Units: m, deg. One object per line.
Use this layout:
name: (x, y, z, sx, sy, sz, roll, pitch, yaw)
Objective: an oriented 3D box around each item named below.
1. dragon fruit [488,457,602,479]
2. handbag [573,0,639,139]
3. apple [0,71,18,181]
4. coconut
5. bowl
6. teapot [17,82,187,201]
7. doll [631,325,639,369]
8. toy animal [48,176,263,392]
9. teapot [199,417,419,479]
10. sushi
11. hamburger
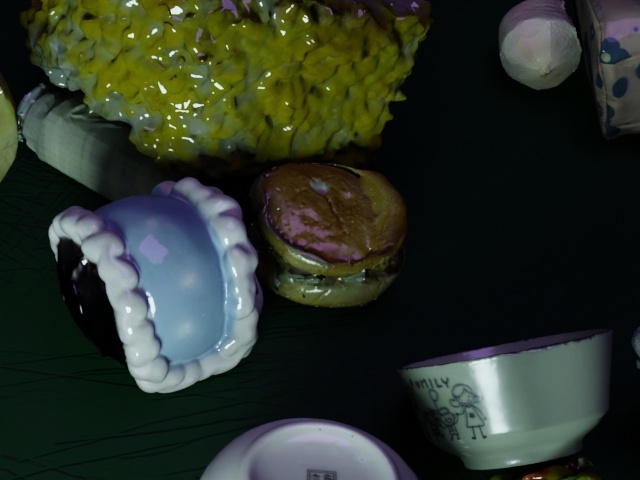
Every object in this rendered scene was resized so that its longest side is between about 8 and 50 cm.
dragon fruit: (0.222, 0.251, 1.484, 0.142, 0.175, 0.138, 26, 62, 3)
handbag: (0.423, -0.267, 2.044, 0.193, 0.190, 0.251, -7, 43, 4)
apple: (-0.434, -0.098, 1.581, 0.279, 0.279, 0.279, 8, 42, -7)
coconut: (0.282, -0.246, 2.063, 0.110, 0.110, 0.124, 7, 41, -9)
bowl: (0.184, 0.155, 1.555, 0.211, 0.211, 0.112, -8, 86, -24)
teapot: (-0.231, -0.105, 1.786, 0.200, 0.077, 0.107, 30, 40, 16)
doll: (0.458, 0.159, 1.670, 0.246, 0.158, 0.340, 36, 17, 29)
toy animal: (-0.155, 0.027, 1.605, 0.204, 0.156, 0.208, -19, 55, -27)
teapot: (-0.012, 0.265, 1.401, 0.208, 0.166, 0.299, 16, 48, -10)
sushi: (-0.113, -0.240, 1.798, 0.397, 0.240, 0.351, -2, 37, -45)
hamburger: (0.000, 0.000, 1.721, 0.177, 0.113, 0.185, 32, 52, 10)
